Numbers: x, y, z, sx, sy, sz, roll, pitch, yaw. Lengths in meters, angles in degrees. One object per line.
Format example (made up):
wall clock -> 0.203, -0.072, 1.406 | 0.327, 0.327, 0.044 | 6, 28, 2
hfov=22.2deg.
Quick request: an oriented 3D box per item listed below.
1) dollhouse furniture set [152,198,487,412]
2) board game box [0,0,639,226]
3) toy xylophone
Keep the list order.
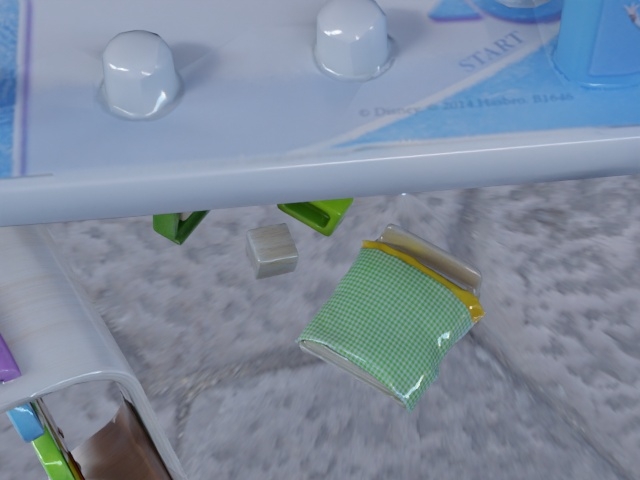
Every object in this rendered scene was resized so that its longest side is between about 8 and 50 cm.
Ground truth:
dollhouse furniture set -> 0.000, 0.000, 0.715 | 0.151, 0.058, 0.076 | 29, 55, 13
board game box -> -0.088, -0.164, 0.415 | 0.390, 0.050, 0.390 | -5, 50, -2
toy xylophone -> -0.159, 0.087, 0.986 | 0.081, 0.323, 0.236 | -29, 51, -9
